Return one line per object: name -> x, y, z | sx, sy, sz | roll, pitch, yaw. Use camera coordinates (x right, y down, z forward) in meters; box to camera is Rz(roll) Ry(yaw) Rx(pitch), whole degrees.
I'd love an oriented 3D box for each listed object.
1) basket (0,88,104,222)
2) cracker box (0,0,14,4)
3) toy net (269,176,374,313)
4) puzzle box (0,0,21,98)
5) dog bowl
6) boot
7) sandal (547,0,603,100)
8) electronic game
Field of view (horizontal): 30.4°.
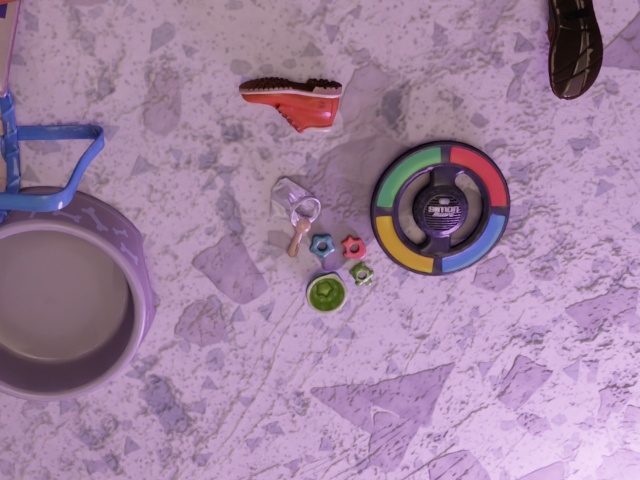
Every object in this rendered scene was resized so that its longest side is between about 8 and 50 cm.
basket -> -0.472, -0.108, 1.670 | 0.288, 0.255, 0.201 | 4, 116, 2
cracker box -> -0.448, -0.438, 1.581 | 0.155, 0.067, 0.232 | -17, 86, -13
toy net -> 0.000, 0.000, 1.883 | 0.122, 0.045, 0.232 | -24, 112, 3
puzzle box -> -0.613, -0.357, 1.598 | 0.408, 0.052, 0.272 | 9, 81, -10
dog bowl -> -0.426, 0.095, 1.835 | 0.348, 0.102, 0.349 | -3, 111, -7
boot -> -0.049, -0.204, 1.794 | 0.157, 0.059, 0.085 | 4, 115, -10
sandal -> 0.377, -0.327, 1.805 | 0.089, 0.060, 0.219 | -11, 98, -9
electronic game -> 0.193, -0.050, 1.888 | 0.229, 0.048, 0.229 | -2, 111, -6
